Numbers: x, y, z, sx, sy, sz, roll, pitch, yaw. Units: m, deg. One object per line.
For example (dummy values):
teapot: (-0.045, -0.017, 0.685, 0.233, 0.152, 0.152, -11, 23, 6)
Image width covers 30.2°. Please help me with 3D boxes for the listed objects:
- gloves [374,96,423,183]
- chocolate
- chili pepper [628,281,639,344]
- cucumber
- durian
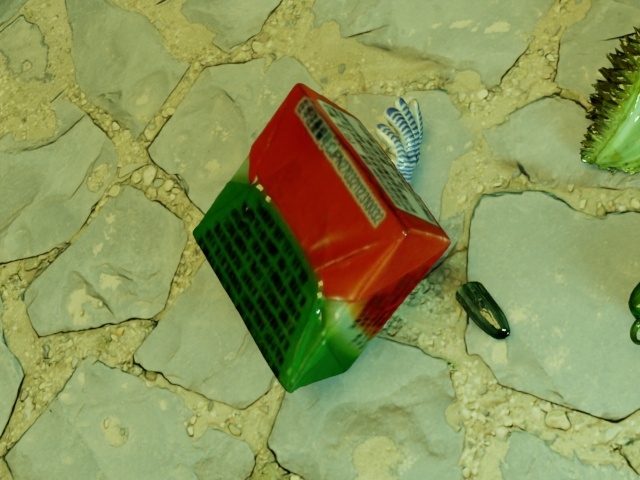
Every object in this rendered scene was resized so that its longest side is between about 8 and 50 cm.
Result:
gloves: (0.111, -0.129, 1.967, 0.119, 0.097, 0.229, -145, 75, -73)
chocolate: (0.000, 0.000, 1.864, 0.341, 0.161, 0.360, -53, 52, 26)
chili pepper: (0.529, 0.050, 1.676, 0.257, 0.074, 0.100, -40, 55, 5)
cucumber: (0.252, 0.112, 1.810, 0.048, 0.048, 0.105, -39, 57, 6)
durian: (0.548, -0.256, 1.817, 0.394, 0.163, 0.198, -44, 94, 8)
